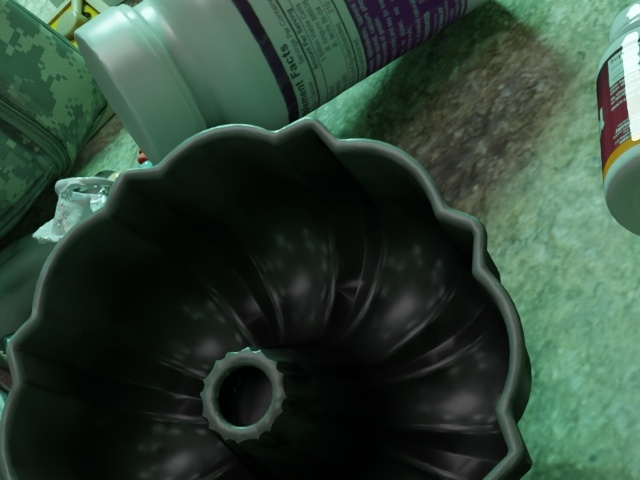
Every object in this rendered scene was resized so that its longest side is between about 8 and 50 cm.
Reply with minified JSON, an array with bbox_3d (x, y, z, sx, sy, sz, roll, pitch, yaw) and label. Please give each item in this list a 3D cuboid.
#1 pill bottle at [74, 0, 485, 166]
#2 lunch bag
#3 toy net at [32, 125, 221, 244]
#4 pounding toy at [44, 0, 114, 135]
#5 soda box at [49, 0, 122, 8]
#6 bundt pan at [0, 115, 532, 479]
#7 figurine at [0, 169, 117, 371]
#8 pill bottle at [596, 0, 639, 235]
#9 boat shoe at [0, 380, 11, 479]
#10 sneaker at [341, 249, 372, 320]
[{"bbox_3d":[-0.028,-0.183,1.241,0.301,0.169,0.169,-32,34,-9],"label":"pill bottle"},{"bbox_3d":[-0.353,-0.063,1.405,0.305,0.212,0.256,-23,36,57],"label":"lunch bag"},{"bbox_3d":[-0.142,-0.064,1.309,0.232,0.045,0.122,-27,29,-32],"label":"toy net"},{"bbox_3d":[-0.231,-0.194,1.565,0.141,0.100,0.130,-46,36,-2],"label":"pounding toy"},{"bbox_3d":[-0.188,-0.312,1.665,0.216,0.074,0.069,-33,37,16],"label":"soda box"},{"bbox_3d":[-0.019,0.101,0.963,0.331,0.124,0.331,-7,72,23],"label":"bundt pan"},{"bbox_3d":[-0.184,0.027,1.323,0.209,0.092,0.215,-44,34,-15],"label":"figurine"},{"bbox_3d":[0.217,-0.080,1.018,0.086,0.086,0.152,-23,40,27],"label":"pill bottle"},{"bbox_3d":[-0.288,0.151,1.268,0.118,0.103,0.320,-51,33,-14],"label":"boat shoe"},{"bbox_3d":[0.000,0.000,1.139,0.153,0.099,0.282,-43,42,10],"label":"sneaker"}]
